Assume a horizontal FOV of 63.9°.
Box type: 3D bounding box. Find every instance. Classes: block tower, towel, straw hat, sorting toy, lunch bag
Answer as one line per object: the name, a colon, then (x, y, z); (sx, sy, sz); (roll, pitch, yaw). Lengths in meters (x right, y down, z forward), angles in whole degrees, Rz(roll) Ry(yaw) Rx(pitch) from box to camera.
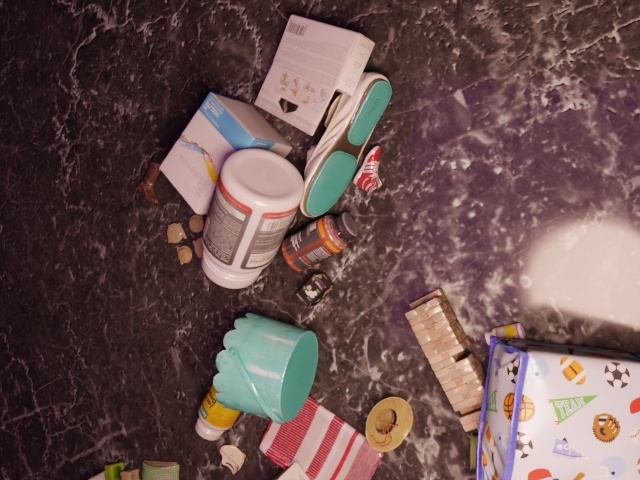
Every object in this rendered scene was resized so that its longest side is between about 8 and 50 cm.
block tower: (0.320, 0.286, 1.221); (0.091, 0.097, 0.335); (-32, 77, 24)
towel: (-0.009, 0.585, 1.436); (0.329, 0.037, 0.236); (30, 104, 23)
straw hat: (0.163, 0.462, 1.324); (0.061, 0.145, 0.144); (-164, 77, -69)
sorting toy: (-0.273, 0.676, 1.573); (0.083, 0.045, 0.075); (34, 114, 21)
lunch bag: (0.491, 0.405, 1.014); (0.328, 0.239, 0.384); (5, 88, 4)

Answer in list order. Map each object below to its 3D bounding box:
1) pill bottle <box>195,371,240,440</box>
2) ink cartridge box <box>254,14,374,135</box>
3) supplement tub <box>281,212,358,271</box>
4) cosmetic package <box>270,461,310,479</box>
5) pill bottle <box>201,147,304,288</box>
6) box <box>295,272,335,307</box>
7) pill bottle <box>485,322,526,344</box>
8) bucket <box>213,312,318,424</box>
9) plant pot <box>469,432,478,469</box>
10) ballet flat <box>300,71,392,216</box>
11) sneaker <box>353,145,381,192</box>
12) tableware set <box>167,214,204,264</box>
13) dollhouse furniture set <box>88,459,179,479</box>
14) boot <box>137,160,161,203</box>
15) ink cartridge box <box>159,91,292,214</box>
pill bottle: (-0.291, 0.488, 1.528); (0.118, 0.118, 0.208); (37, 108, 21)
ink cartridge box: (-0.027, -0.425, 1.324); (0.296, 0.066, 0.261); (38, 109, 43)
supplement tub: (0.000, 0.000, 1.364); (0.198, 0.106, 0.106); (-28, 80, 26)
cosmetic package: (-0.108, 0.740, 1.403); (0.151, 0.151, 0.183); (50, 127, 12)
pill bottle: (-0.195, -0.044, 1.347); (0.210, 0.210, 0.362); (47, 136, 17)
box: (-0.013, 0.134, 1.400); (0.052, 0.062, 0.083); (49, 112, 18)
pill bottle: (0.428, 0.220, 1.190); (0.083, 0.043, 0.043); (-20, 84, 27)
bucket: (-0.135, 0.339, 1.364); (0.183, 0.281, 0.280); (10, 97, 21)
plant pot: (0.395, 0.503, 1.208); (0.079, 0.083, 0.083); (4, 94, 14)
ballet flat: (0.044, -0.252, 1.332); (0.139, 0.139, 0.400); (33, 102, 22)
sneaker: (0.138, -0.180, 1.319); (0.067, 0.042, 0.118); (40, 117, 24)
tableware set: (-0.413, -0.002, 1.623); (0.169, 0.020, 0.140); (-18, 86, 25)
dollhouse furniture set: (-0.616, 0.852, 1.692); (0.302, 0.151, 0.197); (-10, 88, 27)
boot: (-0.540, -0.192, 1.672); (0.106, 0.037, 0.114); (39, 104, 18)
ink cartridge box: (-0.265, -0.231, 1.436); (0.197, 0.198, 0.270); (48, 111, 17)
